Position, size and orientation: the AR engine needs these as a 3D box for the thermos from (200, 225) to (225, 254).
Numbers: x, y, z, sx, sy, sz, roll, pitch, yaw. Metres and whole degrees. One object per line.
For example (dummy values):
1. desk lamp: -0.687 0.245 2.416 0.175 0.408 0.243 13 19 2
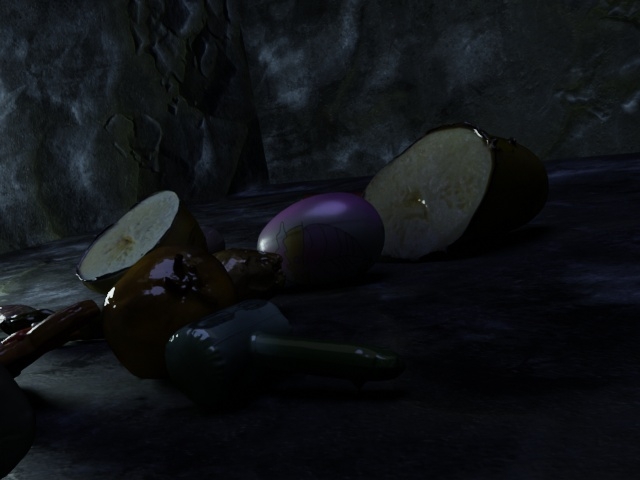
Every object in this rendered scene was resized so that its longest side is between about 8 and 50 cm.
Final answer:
1. thermos: -0.342 0.049 2.379 0.137 0.105 0.193 -35 5 25

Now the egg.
1. egg: 0.000 0.000 1.925 0.271 0.197 0.196 -11 9 -1

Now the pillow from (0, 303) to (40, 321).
1. pillow: -0.713 0.175 2.139 0.118 0.043 0.185 -9 9 -35

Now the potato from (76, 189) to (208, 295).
1. potato: -0.399 0.051 2.160 0.299 0.196 0.246 -42 34 -16

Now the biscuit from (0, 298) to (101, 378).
1. biscuit: -0.474 0.174 1.459 0.324 0.049 0.205 -32 -3 29

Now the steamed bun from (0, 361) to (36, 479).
1. steamed bun: -0.529 0.220 1.011 0.383 0.247 0.236 -6 30 25

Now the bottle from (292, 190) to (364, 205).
1. bottle: 0.088 -0.062 2.383 0.336 0.144 0.144 -3 11 39

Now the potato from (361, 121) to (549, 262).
1. potato: 0.332 -0.075 2.111 0.296 0.290 0.397 19 -56 -45

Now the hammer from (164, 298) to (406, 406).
1. hammer: -0.035 0.161 1.253 0.335 0.119 0.206 3 15 32

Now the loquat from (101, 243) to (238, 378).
1. loquat: -0.236 0.113 1.456 0.238 0.193 0.238 -43 0 0

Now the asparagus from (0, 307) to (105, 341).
1. asparagus: -0.506 0.170 1.823 0.287 0.080 0.080 -1 10 7

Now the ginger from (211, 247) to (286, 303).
1. ginger: -0.223 0.079 1.799 0.375 0.166 0.236 7 27 45

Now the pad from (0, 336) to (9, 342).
1. pad: -0.632 0.209 1.944 0.157 0.003 0.112 -11 8 -7
